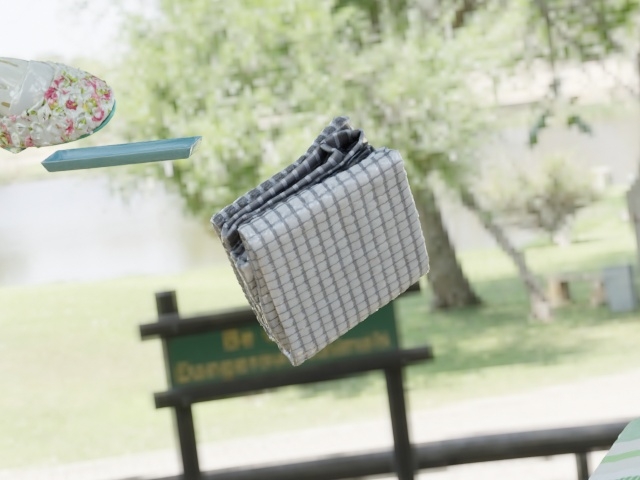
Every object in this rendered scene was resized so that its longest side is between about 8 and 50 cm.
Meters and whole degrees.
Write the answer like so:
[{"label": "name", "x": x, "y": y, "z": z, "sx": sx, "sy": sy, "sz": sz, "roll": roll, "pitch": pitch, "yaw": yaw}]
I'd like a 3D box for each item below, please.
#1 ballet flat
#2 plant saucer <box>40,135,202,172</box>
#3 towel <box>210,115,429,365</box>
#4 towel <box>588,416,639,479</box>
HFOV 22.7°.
[{"label": "ballet flat", "x": -0.289, "y": -0.128, "z": 1.417, "sx": 0.241, "sy": 0.091, "sz": 0.077, "roll": 3, "pitch": -30, "yaw": 37}, {"label": "plant saucer", "x": -0.242, "y": -0.105, "z": 1.950, "sx": 0.192, "sy": 0.018, "sz": 0.067, "roll": -6, "pitch": 16, "yaw": 12}, {"label": "towel", "x": 0.000, "y": 0.000, "z": 2.013, "sx": 0.235, "sy": 0.284, "sz": 0.121, "roll": -33, "pitch": 53, "yaw": -9}, {"label": "towel", "x": 0.318, "y": 0.245, "z": 1.438, "sx": 0.248, "sy": 0.038, "sz": 0.325, "roll": -20, "pitch": 16, "yaw": 43}]
